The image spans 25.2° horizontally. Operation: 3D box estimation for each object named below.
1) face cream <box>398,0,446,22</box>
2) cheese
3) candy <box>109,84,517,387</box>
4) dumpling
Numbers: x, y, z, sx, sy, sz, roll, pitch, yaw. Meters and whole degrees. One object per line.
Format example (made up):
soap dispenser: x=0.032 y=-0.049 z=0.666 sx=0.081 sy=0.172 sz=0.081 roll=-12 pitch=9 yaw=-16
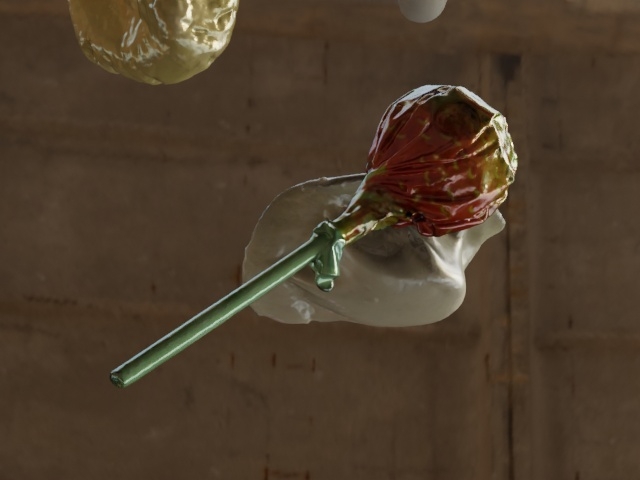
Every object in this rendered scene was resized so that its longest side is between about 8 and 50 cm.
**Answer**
face cream: x=0.091 y=-0.246 z=1.179 sx=0.051 sy=0.182 sz=0.072 roll=25 pitch=-111 yaw=9
cheese: x=-0.189 y=-0.283 z=1.560 sx=0.214 sy=0.117 sz=0.226 roll=6 pitch=-89 yaw=41
candy: x=0.000 y=0.000 z=0.536 sx=0.201 sy=0.060 sz=0.060 roll=-35 pitch=-112 yaw=-32
dumpling: x=0.039 y=0.004 z=0.950 sx=0.176 sy=0.150 sz=0.092 roll=6 pitch=-118 yaw=-1
